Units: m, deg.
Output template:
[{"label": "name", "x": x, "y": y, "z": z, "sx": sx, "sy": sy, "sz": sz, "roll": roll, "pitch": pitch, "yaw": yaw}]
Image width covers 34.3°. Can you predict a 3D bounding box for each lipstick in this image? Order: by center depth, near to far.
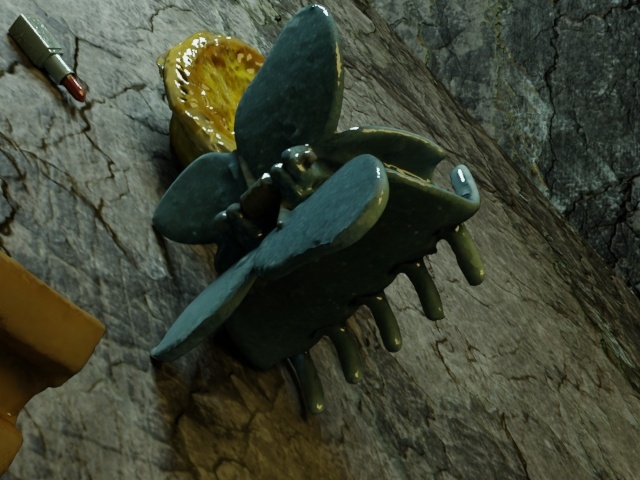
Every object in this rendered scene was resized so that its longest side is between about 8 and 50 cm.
[{"label": "lipstick", "x": -0.320, "y": -0.213, "z": 1.239, "sx": 0.129, "sy": 0.030, "sz": 0.030, "roll": 51, "pitch": 23, "yaw": 8}]

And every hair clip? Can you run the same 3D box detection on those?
[{"label": "hair clip", "x": 0.000, "y": 0.000, "z": 1.097, "sx": 0.238, "sy": 0.318, "sz": 0.392, "roll": 34, "pitch": 24, "yaw": -31}]

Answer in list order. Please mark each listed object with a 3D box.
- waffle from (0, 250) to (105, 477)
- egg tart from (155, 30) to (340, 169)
[{"label": "waffle", "x": -0.292, "y": 0.094, "z": 0.438, "sx": 0.304, "sy": 0.077, "sz": 0.348, "roll": 44, "pitch": 64, "yaw": -38}, {"label": "egg tart", "x": -0.094, "y": -0.130, "z": 1.381, "sx": 0.341, "sy": 0.129, "sz": 0.341, "roll": 38, "pitch": 26, "yaw": -22}]
